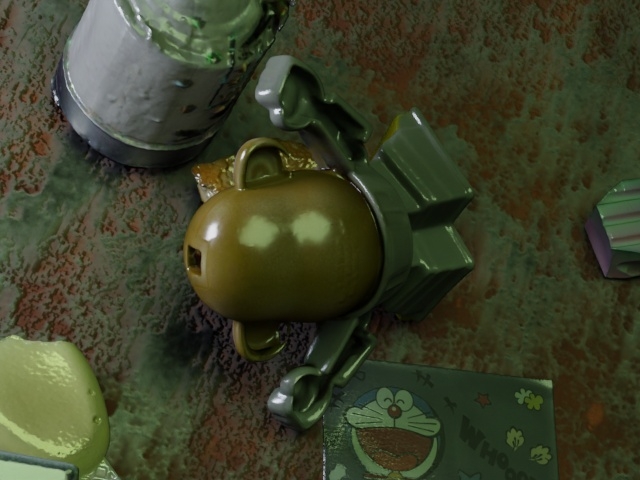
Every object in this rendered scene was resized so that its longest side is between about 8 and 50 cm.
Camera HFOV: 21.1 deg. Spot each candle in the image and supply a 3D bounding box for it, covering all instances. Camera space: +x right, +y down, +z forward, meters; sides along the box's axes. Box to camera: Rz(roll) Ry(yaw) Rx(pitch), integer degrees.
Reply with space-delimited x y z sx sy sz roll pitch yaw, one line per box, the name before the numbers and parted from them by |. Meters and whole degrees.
candle | -0.136 -0.217 1.678 0.187 0.330 0.187 12 57 -19

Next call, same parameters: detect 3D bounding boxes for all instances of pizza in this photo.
pizza | -0.061 -0.034 1.752 0.161 0.062 0.182 29 62 -7

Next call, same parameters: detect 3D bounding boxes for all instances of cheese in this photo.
cheese | -0.225 0.193 1.574 0.127 0.050 0.255 -33 76 -31

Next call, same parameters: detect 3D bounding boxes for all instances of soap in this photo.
soap | 0.356 -0.016 1.865 0.149 0.056 0.100 -10 63 -22

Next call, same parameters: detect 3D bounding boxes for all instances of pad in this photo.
pad | 0.121 0.198 1.702 0.245 0.006 0.170 8 59 -12

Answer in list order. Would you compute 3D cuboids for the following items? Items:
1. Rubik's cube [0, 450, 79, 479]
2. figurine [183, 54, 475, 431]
Rubik's cube | -0.317 0.267 1.385 0.207 0.205 0.205 10 77 -10
figurine | 0.001 -0.001 1.632 0.285 0.167 0.343 -15 88 -38
